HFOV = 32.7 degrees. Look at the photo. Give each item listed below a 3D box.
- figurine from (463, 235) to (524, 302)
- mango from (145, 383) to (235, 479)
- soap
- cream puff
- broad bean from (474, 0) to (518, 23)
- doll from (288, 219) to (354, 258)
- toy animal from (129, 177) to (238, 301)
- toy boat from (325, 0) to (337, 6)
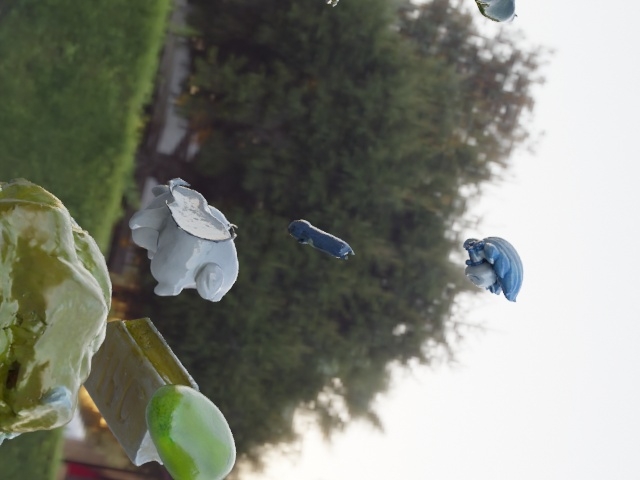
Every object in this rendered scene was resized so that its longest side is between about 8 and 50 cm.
[{"bbox_3d":[0.243,0.044,1.513,0.114,0.079,0.114,52,-17,23],"label":"figurine"},{"bbox_3d":[-0.169,0.252,1.431,0.117,0.089,0.163,-77,150,-57],"label":"mango"},{"bbox_3d":[-0.305,0.220,1.757,0.257,0.080,0.160,45,-60,38],"label":"soap"},{"bbox_3d":[-0.417,0.085,1.173,0.275,0.379,0.378,30,70,-68],"label":"cream puff"},{"bbox_3d":[0.248,-0.364,1.598,0.046,0.195,0.061,23,-104,36],"label":"broad bean"},{"bbox_3d":[0.000,0.000,1.723,0.037,0.125,0.027,-31,138,-39],"label":"doll"},{"bbox_3d":[-0.237,-0.008,1.954,0.325,0.209,0.154,-83,-162,-65],"label":"toy animal"},{"bbox_3d":[0.004,-0.349,1.149,0.057,0.077,0.200,164,-82,-77],"label":"toy boat"}]
